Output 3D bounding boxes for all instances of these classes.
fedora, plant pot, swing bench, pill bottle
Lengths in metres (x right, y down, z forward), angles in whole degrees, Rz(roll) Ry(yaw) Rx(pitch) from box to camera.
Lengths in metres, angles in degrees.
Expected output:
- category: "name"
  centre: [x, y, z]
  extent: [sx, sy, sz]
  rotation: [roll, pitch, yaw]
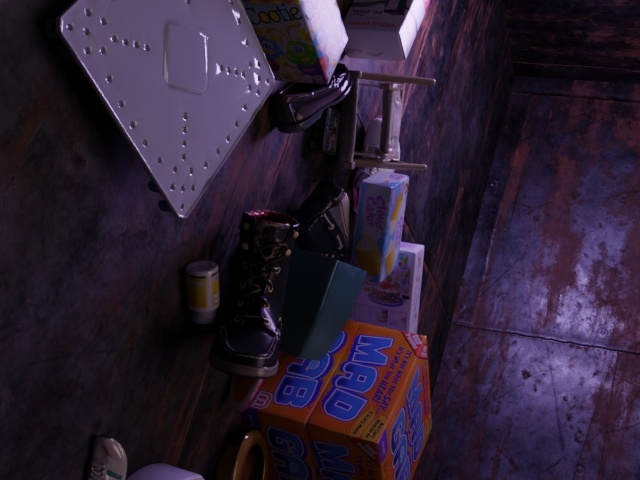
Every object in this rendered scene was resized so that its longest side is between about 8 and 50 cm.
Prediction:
- category: "fedora"
  centre: [-0.188, 0.534, 1.744]
  extent: [0.194, 0.079, 0.195]
  rotation: [3, 90, -68]
- category: "plant pot"
  centre: [-0.031, 0.148, 1.740]
  extent: [0.165, 0.165, 0.234]
  rotation: [24, 84, -60]
- category: "swing bench"
  centre: [0.154, -0.326, 2.045]
  extent: [0.254, 0.165, 0.253]
  rotation: [-1, 103, -26]
- category: "pill bottle"
  centre: [-0.232, 0.103, 1.490]
  extent: [0.065, 0.065, 0.116]
  rotation: [-36, 131, -58]

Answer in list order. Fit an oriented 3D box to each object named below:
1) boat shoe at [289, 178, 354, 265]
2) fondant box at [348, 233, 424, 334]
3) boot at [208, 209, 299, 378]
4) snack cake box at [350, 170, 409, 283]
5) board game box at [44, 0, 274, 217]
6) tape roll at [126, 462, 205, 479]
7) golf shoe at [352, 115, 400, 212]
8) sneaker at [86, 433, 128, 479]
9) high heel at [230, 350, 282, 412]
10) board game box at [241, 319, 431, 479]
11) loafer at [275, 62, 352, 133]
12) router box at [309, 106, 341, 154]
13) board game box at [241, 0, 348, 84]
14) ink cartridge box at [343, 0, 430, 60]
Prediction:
- category: "boat shoe"
  centre: [0.000, 0.000, 1.951]
  extent: [0.158, 0.127, 0.341]
  rotation: [-44, 147, -21]
- category: "fondant box"
  centre: [0.168, 0.162, 2.211]
  extent: [0.096, 0.238, 0.331]
  rotation: [-29, 125, -61]
- category: "boot"
  centre: [-0.124, 0.097, 1.505]
  extent: [0.377, 0.138, 0.284]
  rotation: [-85, -174, -81]
- category: "snack cake box"
  centre: [0.156, -0.037, 1.981]
  extent: [0.152, 0.089, 0.265]
  rotation: [-32, 131, -60]
- category: "board game box"
  centre: [-0.242, -0.305, 1.266]
  extent: [0.390, 0.050, 0.390]
  rotation: [-62, 143, -35]
- category: "tape roll"
  centre: [-0.318, 0.580, 1.439]
  extent: [0.286, 0.100, 0.286]
  rotation: [10, 90, -66]
- category: "golf shoe"
  centre: [0.158, -0.209, 2.209]
  extent: [0.140, 0.115, 0.306]
  rotation: [-21, 117, -60]
- category: "sneaker"
  centre: [-0.376, 0.416, 1.292]
  extent: [0.075, 0.057, 0.161]
  rotation: [-40, 137, -64]
- category: "high heel"
  centre: [-0.139, 0.309, 1.769]
  extent: [0.117, 0.082, 0.244]
  rotation: [61, 32, -44]
- category: "board game box"
  centre: [0.058, 0.454, 1.928]
  extent: [0.357, 0.356, 0.356]
  rotation: [-55, 145, -45]
- category: "loafer"
  centre: [-0.012, -0.360, 1.771]
  extent: [0.302, 0.109, 0.095]
  rotation: [-52, 140, -43]
- category: "router box"
  centre: [0.013, -0.285, 1.934]
  extent: [0.092, 0.038, 0.123]
  rotation: [1, 99, -66]
- category: "board game box"
  centre: [-0.057, -0.476, 1.565]
  extent: [0.275, 0.142, 0.144]
  rotation: [63, 42, -54]
- category: "ink cartridge box"
  centre: [0.174, -0.600, 2.008]
  extent: [0.100, 0.171, 0.237]
  rotation: [66, 40, -52]
